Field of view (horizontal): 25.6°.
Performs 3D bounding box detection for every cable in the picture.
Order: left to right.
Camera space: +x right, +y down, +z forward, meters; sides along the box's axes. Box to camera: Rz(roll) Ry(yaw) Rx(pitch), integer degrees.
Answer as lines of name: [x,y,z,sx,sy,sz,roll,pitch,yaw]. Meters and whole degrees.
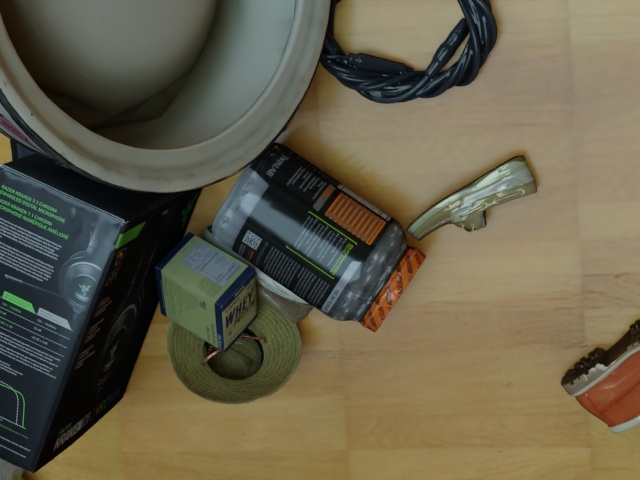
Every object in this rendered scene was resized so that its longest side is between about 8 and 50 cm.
cable: [0.074,-0.206,1.354,0.184,0.047,0.150,-15,103,12]

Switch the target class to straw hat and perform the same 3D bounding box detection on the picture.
straw hat: [-0.088,0.121,1.440,0.144,0.144,0.061,15,143,9]

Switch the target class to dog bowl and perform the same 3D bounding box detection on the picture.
dog bowl: [-0.182,-0.245,1.232,0.150,0.408,0.408,4,105,45]

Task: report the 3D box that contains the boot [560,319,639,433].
boot: [0.320,0.123,1.362,0.158,0.059,0.084,-39,95,25]

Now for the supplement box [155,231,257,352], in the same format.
supplement box: [-0.113,0.052,1.400,0.083,0.056,0.083,29,148,20]

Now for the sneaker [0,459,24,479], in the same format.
sneaker: [-0.366,0.297,1.528,0.126,0.091,0.240,-31,95,17]

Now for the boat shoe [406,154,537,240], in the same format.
boat shoe: [0.148,-0.032,1.367,0.135,0.050,0.045,-31,88,17]

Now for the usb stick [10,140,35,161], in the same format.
usb stick: [-0.274,-0.174,1.364,0.045,0.077,0.278,38,140,34]

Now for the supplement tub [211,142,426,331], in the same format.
supplement tub: [0.000,0.000,1.371,0.190,0.117,0.117,35,107,4]

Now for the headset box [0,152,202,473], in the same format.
headset box: [-0.241,0.040,1.366,0.131,0.246,0.283,24,105,7]

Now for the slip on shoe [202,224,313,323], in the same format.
slip on shoe: [-0.066,0.034,1.428,0.135,0.051,0.041,31,109,0]
